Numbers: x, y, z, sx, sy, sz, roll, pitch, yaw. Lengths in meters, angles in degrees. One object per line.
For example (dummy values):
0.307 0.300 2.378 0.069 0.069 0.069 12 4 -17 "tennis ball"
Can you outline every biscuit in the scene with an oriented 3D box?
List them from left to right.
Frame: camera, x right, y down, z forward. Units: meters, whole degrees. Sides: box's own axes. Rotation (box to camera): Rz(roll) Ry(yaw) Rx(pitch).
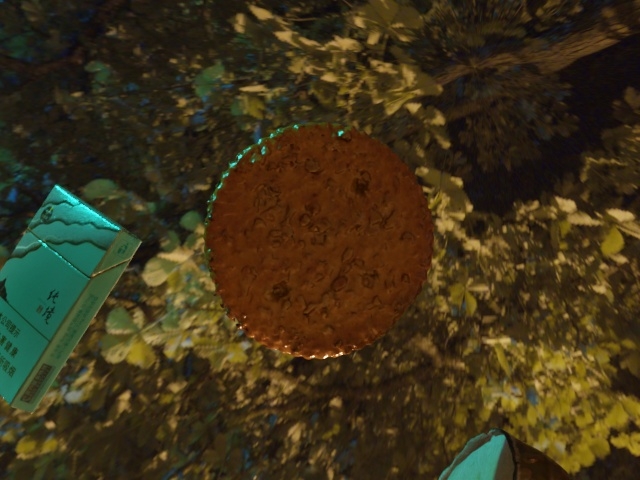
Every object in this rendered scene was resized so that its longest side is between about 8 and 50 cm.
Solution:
0.000 0.000 0.995 0.254 0.035 0.253 0 -88 -7 "biscuit"

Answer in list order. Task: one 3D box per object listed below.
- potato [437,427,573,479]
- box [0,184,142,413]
0.221 0.365 1.020 0.196 0.246 0.299 19 -78 -9 "potato"
-0.320 0.061 1.088 0.162 0.041 0.229 29 -94 42 "box"
